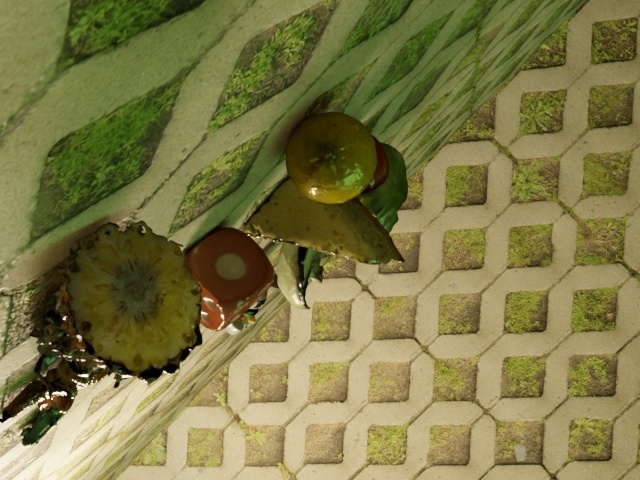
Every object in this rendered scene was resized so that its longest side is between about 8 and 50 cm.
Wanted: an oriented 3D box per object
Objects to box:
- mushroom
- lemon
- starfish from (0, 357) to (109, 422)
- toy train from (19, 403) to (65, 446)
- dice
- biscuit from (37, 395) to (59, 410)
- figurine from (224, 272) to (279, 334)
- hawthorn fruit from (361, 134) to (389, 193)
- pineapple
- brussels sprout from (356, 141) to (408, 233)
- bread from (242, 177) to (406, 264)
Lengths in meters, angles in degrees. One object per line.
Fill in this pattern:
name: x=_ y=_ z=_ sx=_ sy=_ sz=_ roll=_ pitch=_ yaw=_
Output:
mushroom: x=-0.046 y=0.052 z=2.272 sx=0.247 sy=0.130 sz=0.344 roll=74 pitch=33 yaw=-56
lemon: x=0.023 y=-0.172 z=1.504 sx=0.192 sy=0.192 sz=0.231 roll=-46 pitch=179 yaw=9
starfish: x=-0.488 y=0.266 z=1.477 sx=0.312 sy=0.113 sz=0.303 roll=-42 pitch=173 yaw=0
toy train: x=-0.656 y=0.434 z=1.706 sx=0.122 sy=0.050 sz=0.081 roll=-45 pitch=-178 yaw=7
dice: x=-0.222 y=0.090 z=1.659 sx=0.174 sy=0.175 sz=0.179 roll=-41 pitch=171 yaw=-32
biscuit: x=-0.592 y=0.343 z=1.650 sx=0.130 sy=0.019 sz=0.102 roll=-43 pitch=171 yaw=-8
figurine: x=-0.235 y=0.189 z=2.302 sx=0.236 sy=0.133 sz=0.176 roll=-51 pitch=169 yaw=17
hawthorn fruit: x=0.088 y=-0.215 z=1.808 sx=0.157 sy=0.193 sz=0.157 roll=-12 pitch=-158 yaw=5
pineapple: x=-0.360 y=0.131 z=1.170 sx=0.272 sy=0.262 sz=0.262 roll=-25 pitch=-173 yaw=40
brussels sprout: x=0.126 y=-0.127 z=2.068 sx=0.328 sy=0.247 sz=0.328 roll=-51 pitch=171 yaw=-11
bread: x=0.000 y=0.000 z=1.840 sx=0.279 sy=0.315 sz=0.248 roll=-36 pitch=166 yaw=16
